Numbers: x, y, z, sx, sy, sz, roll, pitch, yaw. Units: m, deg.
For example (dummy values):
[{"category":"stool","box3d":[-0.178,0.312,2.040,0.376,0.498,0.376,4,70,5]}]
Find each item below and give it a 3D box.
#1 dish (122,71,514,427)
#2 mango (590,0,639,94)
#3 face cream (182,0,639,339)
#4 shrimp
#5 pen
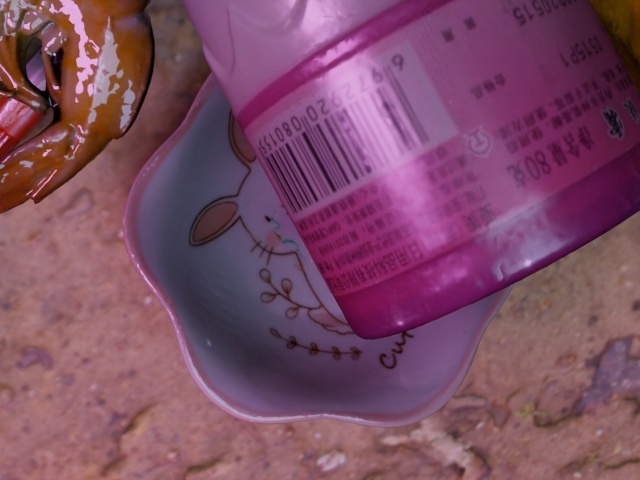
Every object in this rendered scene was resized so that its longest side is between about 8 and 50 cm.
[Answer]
[{"category":"dish","box3d":[0.000,0.000,0.626,0.229,0.081,0.229,2,83,-14]},{"category":"mango","box3d":[0.193,-0.165,0.577,0.199,0.201,0.350,-16,129,19]},{"category":"face cream","box3d":[0.048,-0.075,0.514,0.175,0.175,0.195,-28,92,-5]},{"category":"shrimp","box3d":[-0.188,-0.071,0.546,0.150,0.068,0.249,43,93,-1]},{"category":"pen","box3d":[-0.124,-0.119,0.581,0.028,0.028,0.239,39,96,-28]}]
